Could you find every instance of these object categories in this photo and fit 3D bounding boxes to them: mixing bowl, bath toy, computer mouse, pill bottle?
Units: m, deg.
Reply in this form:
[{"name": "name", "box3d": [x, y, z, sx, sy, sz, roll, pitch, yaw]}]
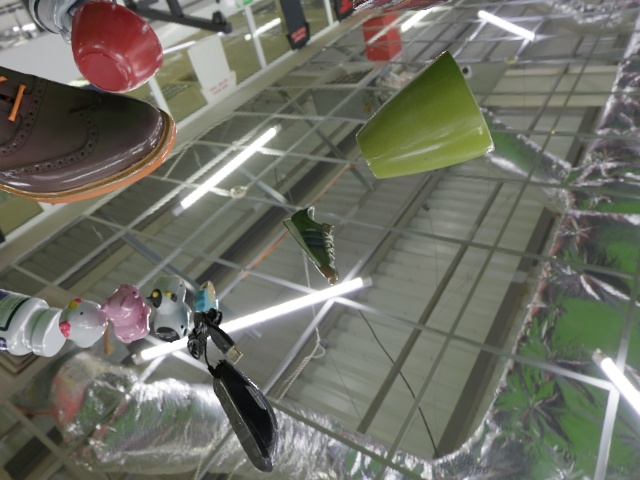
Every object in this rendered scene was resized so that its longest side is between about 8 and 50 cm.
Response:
[{"name": "mixing bowl", "box3d": [-0.419, -0.366, 0.908, 0.181, 0.181, 0.098, -6, -124, 14]}, {"name": "bath toy", "box3d": [-0.411, 0.161, 1.000, 0.347, 0.152, 0.129, -6, 174, 0]}, {"name": "computer mouse", "box3d": [-0.122, 0.221, 0.708, 0.060, 0.184, 0.262, -24, -115, -33]}, {"name": "pill bottle", "box3d": [-0.815, 0.213, 1.182, 0.264, 0.153, 0.153, 14, -139, -1]}]

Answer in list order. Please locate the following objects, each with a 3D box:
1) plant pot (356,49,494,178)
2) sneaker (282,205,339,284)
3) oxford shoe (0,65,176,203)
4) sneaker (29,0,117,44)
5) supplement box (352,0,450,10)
[{"name": "plant pot", "box3d": [0.252, -0.286, 1.177, 0.293, 0.275, 0.275, -26, -146, 19]}, {"name": "sneaker", "box3d": [0.000, 0.000, 1.000, 0.086, 0.064, 0.192, -37, -114, -2]}, {"name": "oxford shoe", "box3d": [-0.254, -0.093, 0.355, 0.270, 0.098, 0.097, 0, -112, 4]}, {"name": "sneaker", "box3d": [-0.504, -0.607, 1.066, 0.366, 0.137, 0.210, -46, -121, -3]}, {"name": "supplement box", "box3d": [0.220, -0.674, 1.224, 0.239, 0.073, 0.130, -8, -164, -20]}]
